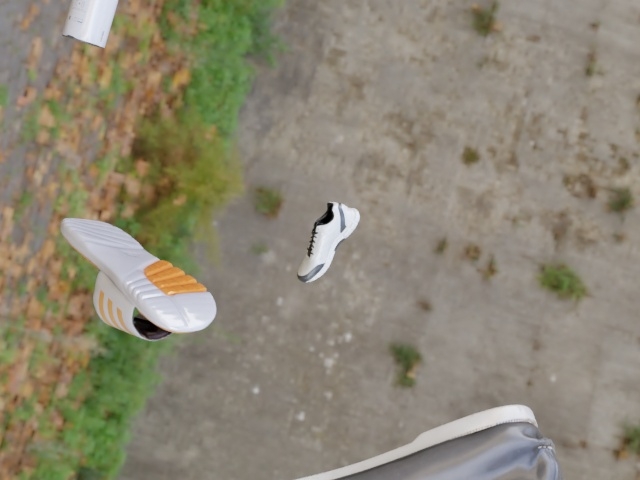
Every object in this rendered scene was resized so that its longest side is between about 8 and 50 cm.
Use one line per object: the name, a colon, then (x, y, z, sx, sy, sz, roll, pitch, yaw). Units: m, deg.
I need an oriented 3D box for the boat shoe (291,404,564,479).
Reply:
boat shoe: (0.021, 0.225, 0.861, 0.112, 0.335, 0.095, 57, 11, -57)

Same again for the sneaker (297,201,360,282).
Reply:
sneaker: (0.000, 0.000, 1.401, 0.109, 0.044, 0.040, -58, -145, 4)

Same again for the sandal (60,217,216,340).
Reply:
sandal: (-0.210, 0.055, 1.296, 0.265, 0.102, 0.076, 35, -67, 44)

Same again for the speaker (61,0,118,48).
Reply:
speaker: (-0.270, -0.306, 1.416, 0.055, 0.055, 0.136, -76, -178, -86)
